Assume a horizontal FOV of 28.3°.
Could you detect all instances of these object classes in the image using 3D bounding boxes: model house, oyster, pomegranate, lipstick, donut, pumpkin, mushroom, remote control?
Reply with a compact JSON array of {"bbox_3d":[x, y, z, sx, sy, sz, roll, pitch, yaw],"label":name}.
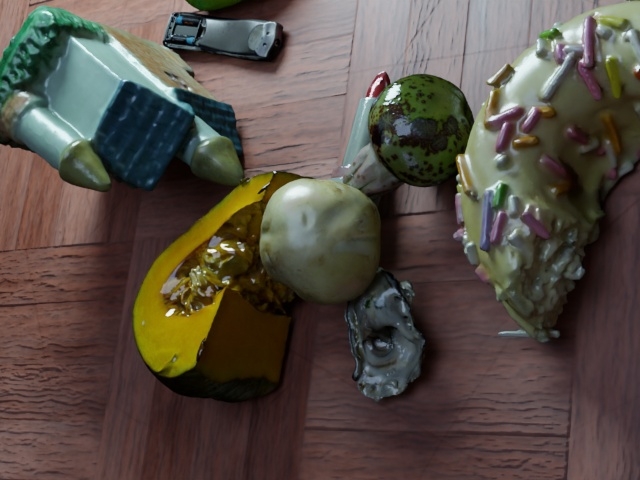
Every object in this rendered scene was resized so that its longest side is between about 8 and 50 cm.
[{"bbox_3d":[-0.225,-0.124,1.602,0.325,0.267,0.194,37,104,29],"label":"model house"},{"bbox_3d":[0.075,0.090,1.403,0.108,0.053,0.166,-35,60,46],"label":"oyster"},{"bbox_3d":[0.105,-0.103,1.406,0.138,0.125,0.163,-74,6,-67],"label":"pomegranate"},{"bbox_3d":[0.056,-0.113,1.497,0.063,0.057,0.186,2,69,41],"label":"lipstick"},{"bbox_3d":[0.294,-0.090,1.235,0.371,0.150,0.307,-23,60,30],"label":"donut"},{"bbox_3d":[-0.090,0.068,1.483,0.280,0.139,0.190,-39,50,24],"label":"pumpkin"},{"bbox_3d":[0.000,0.000,1.400,0.148,0.112,0.148,0,95,4],"label":"mushroom"},{"bbox_3d":[-0.135,-0.278,1.721,0.212,0.028,0.059,13,80,40],"label":"remote control"}]

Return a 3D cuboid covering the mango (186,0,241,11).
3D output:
[{"bbox_3d":[-0.125,-0.376,1.706,0.178,0.100,0.119,-31,59,34],"label":"mango"}]
